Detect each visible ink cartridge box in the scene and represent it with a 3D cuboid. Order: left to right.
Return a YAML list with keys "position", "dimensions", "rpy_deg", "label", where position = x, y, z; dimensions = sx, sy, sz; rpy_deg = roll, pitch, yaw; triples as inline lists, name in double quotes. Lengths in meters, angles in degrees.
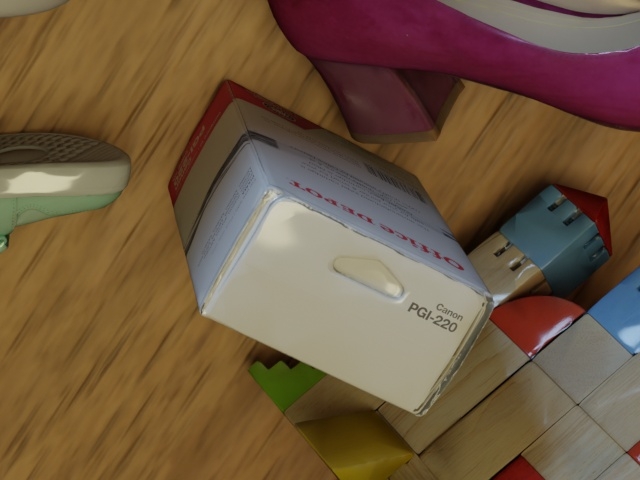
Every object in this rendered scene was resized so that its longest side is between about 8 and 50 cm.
- position: [0.000, 0.000, 1.169]
  dimensions: [0.158, 0.218, 0.092]
  rpy_deg: [26, 103, -18]
  label: "ink cartridge box"

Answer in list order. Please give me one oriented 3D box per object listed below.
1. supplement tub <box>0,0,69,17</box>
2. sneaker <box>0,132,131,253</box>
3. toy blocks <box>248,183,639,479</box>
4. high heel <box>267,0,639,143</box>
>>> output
- position: [-0.216, -0.306, 1.005]
  dimensions: [0.241, 0.241, 0.331]
  rpy_deg: [9, 108, -14]
  label: "supplement tub"
- position: [-0.233, 0.021, 1.198]
  dimensions: [0.255, 0.094, 0.151]
  rpy_deg: [-11, 106, 4]
  label: "sneaker"
- position: [0.166, 0.135, 1.208]
  dimensions: [0.261, 0.381, 0.191]
  rpy_deg: [-40, 141, -4]
  label: "toy blocks"
- position: [0.139, -0.159, 1.110]
  dimensions: [0.377, 0.127, 0.181]
  rpy_deg: [-10, 127, 26]
  label: "high heel"
